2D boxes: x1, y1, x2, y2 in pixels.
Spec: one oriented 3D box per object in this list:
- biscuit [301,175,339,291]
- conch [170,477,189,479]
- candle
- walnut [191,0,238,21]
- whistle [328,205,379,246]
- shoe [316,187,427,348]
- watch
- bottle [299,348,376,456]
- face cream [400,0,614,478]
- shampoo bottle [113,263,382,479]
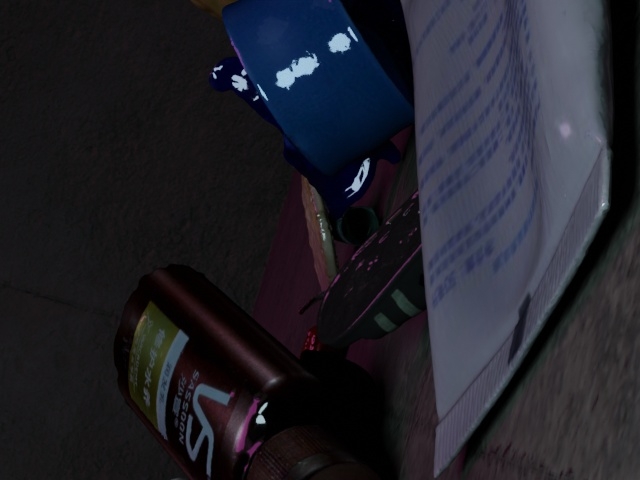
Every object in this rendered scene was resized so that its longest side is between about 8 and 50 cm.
[{"bbox_3d":[0.000,0.000,1.529,0.152,0.020,0.152,168,90,-86],"label":"biscuit"},{"bbox_3d":[-0.048,0.208,0.656,0.386,0.203,0.169,-34,-2,41],"label":"conch"},{"bbox_3d":[-0.009,0.117,1.437,0.053,0.048,0.162,-17,-55,-75],"label":"candle"},{"bbox_3d":[-0.017,-0.342,1.505,0.333,0.332,0.333,-163,90,-85],"label":"walnut"},{"bbox_3d":[0.027,-0.015,1.525,0.186,0.039,0.039,-158,85,-85],"label":"whistle"},{"bbox_3d":[0.064,0.013,1.002,0.179,0.049,0.071,-49,23,29],"label":"shoe"},{"bbox_3d":[0.005,-0.135,1.335,0.171,0.196,0.200,-42,3,10],"label":"watch"},{"bbox_3d":[-0.023,0.194,1.189,0.082,0.072,0.244,-115,38,-55],"label":"bottle"},{"bbox_3d":[0.088,-0.116,0.839,0.235,0.137,0.420,114,163,-52],"label":"face cream"},{"bbox_3d":[-0.056,0.120,1.098,0.323,0.084,0.129,37,117,61],"label":"shampoo bottle"}]
